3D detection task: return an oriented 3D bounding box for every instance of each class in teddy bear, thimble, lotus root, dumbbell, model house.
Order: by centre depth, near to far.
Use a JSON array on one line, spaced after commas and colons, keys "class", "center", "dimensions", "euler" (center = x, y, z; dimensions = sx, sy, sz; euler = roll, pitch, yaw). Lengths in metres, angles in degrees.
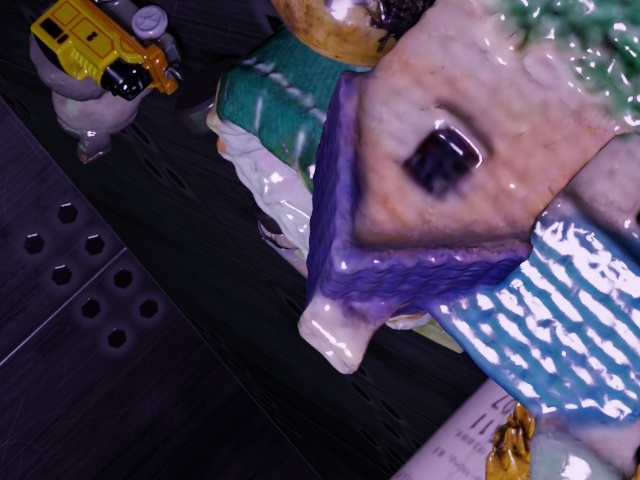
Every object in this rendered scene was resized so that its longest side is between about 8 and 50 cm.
[{"class": "model house", "center": [0.135, 0.003, 1.008], "dimensions": [0.312, 0.280, 0.245], "euler": [45, 167, 2]}, {"class": "lotus root", "center": [0.019, -0.197, 1.143], "dimensions": [0.138, 0.138, 0.214], "euler": [51, 179, -22]}, {"class": "thimble", "center": [0.043, -0.066, 1.360], "dimensions": [0.288, 0.167, 0.254], "euler": [52, 168, -20]}, {"class": "dumbbell", "center": [-0.071, -0.104, 1.764], "dimensions": [0.191, 0.100, 0.100], "euler": [52, 166, -27]}, {"class": "teddy bear", "center": [-0.296, -0.227, 2.065], "dimensions": [0.251, 0.144, 0.171], "euler": [88, 158, -70]}]

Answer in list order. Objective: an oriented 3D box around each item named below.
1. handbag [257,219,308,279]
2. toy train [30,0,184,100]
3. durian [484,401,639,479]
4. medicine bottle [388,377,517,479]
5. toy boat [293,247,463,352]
[{"class": "handbag", "center": [0.000, 0.000, 1.901], "dimensions": [0.117, 0.095, 0.173], "euler": [24, 164, 46]}, {"class": "toy train", "center": [-0.251, -0.236, 1.874], "dimensions": [0.219, 0.127, 0.089], "euler": [42, 167, 24]}, {"class": "durian", "center": [0.243, 0.264, 1.501], "dimensions": [0.185, 0.195, 0.305], "euler": [-34, 64, 61]}, {"class": "medicine bottle", "center": [0.160, 0.322, 1.714], "dimensions": [0.211, 0.371, 0.211], "euler": [43, 167, 12]}, {"class": "toy boat", "center": [0.117, 0.049, 1.498], "dimensions": [0.293, 0.093, 0.055], "euler": [25, 161, 0]}]
